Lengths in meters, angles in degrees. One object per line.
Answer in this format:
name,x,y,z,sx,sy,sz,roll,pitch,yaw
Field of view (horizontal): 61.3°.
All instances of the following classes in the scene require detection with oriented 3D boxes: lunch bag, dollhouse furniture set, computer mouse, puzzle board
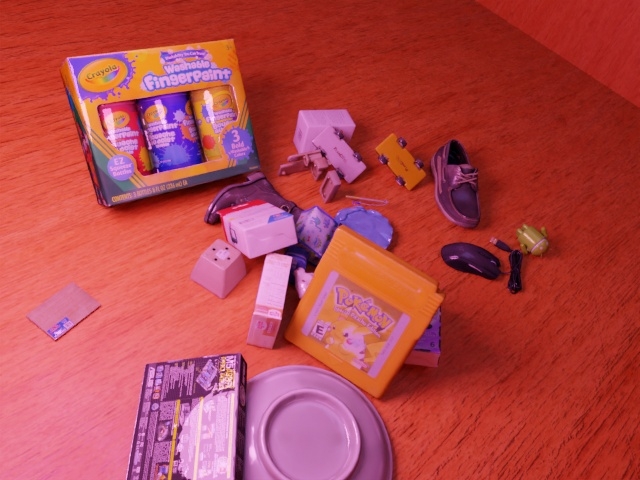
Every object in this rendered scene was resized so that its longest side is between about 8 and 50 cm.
lunch bag,-0.073,0.072,1.429,0.067,0.098,0.065,18,30,2
dollhouse furniture set,-0.037,-0.188,1.646,0.123,0.144,0.151,-16,71,-21
lunch bag,0.000,0.000,1.497,0.151,0.096,0.129,40,60,-24
computer mouse,0.505,0.038,1.646,0.262,0.060,0.184,23,49,4
puzzle board,-0.596,0.163,1.256,0.096,0.011,0.128,35,51,12

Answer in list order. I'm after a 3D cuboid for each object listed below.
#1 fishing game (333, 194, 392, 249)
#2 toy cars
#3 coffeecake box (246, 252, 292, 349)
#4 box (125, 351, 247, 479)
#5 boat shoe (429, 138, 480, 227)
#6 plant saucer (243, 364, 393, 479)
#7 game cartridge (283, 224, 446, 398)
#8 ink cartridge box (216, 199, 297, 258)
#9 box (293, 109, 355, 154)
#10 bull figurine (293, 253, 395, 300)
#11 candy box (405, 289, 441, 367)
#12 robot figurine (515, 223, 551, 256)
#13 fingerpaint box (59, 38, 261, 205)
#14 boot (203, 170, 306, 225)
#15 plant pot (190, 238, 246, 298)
fishing game,0.119,-0.023,1.604,0.189,0.041,0.264,4,55,-2
toy cars,0.156,-0.271,1.767,0.393,0.176,0.087,5,12,-12
coffeecake box,-0.124,0.146,1.317,0.068,0.142,0.185,13,49,-6
box,-0.263,0.371,1.095,0.216,0.060,0.270,-8,50,4
boat shoe,0.450,-0.199,1.784,0.132,0.130,0.355,1,50,-15
plant saucer,-0.028,0.430,1.134,0.400,0.100,0.400,8,49,-10
game cartridge,0.094,0.169,1.251,0.285,0.324,0.052,31,25,11
ink cartridge box,-0.170,-0.037,1.396,0.134,0.078,0.231,-18,22,-23
box,0.011,-0.355,1.792,0.170,0.130,0.091,-6,51,-22
bull figurine,0.090,0.110,1.362,0.310,0.101,0.188,16,51,19
candy box,0.219,0.211,1.369,0.164,0.070,0.196,5,47,8
robot figurine,0.678,0.001,1.722,0.101,0.067,0.115,-36,64,-6
fingerpaint box,-0.422,-0.328,1.480,0.444,0.371,0.163,-18,15,-29
boot,-0.169,-0.069,1.530,0.229,0.091,0.263,44,60,11
plant pot,-0.258,0.063,1.382,0.109,0.096,0.109,30,49,11
